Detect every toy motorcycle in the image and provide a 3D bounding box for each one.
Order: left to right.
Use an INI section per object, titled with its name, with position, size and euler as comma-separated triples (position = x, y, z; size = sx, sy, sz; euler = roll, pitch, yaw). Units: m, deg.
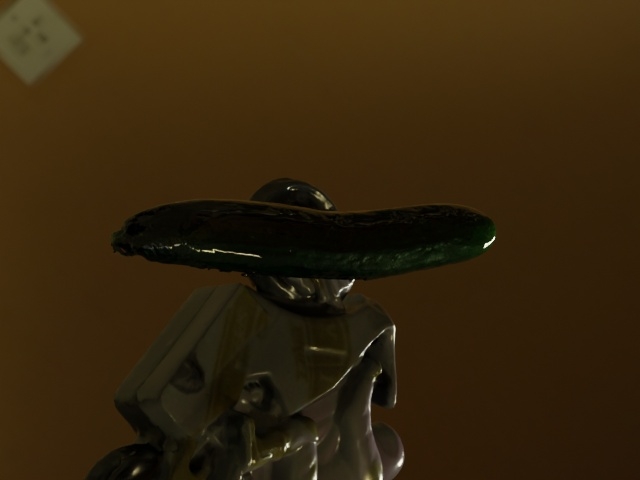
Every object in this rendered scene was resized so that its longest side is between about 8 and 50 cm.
[toy motorcycle]
position = -0.022, 0.090, 0.920
size = 0.073, 0.152, 0.225
euler = -9, -135, 49

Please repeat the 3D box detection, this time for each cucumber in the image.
[cucumber]
position = 0.000, 0.000, 0.794
size = 0.033, 0.184, 0.036
euler = -47, -127, 45
